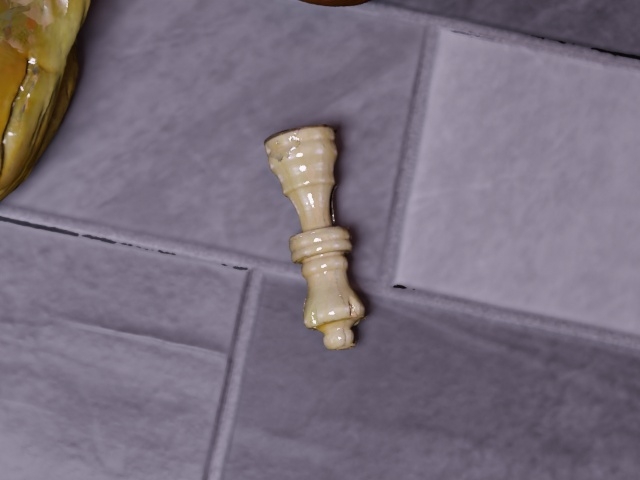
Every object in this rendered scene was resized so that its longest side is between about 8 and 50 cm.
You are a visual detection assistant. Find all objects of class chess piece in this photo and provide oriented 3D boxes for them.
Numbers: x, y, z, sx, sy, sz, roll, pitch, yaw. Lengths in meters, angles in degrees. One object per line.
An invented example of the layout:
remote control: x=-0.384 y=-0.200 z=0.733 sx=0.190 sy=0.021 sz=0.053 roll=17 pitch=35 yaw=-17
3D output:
chess piece: x=0.000 y=0.000 z=1.293 sx=0.060 sy=0.060 sz=0.172 roll=-10 pitch=79 yaw=-7

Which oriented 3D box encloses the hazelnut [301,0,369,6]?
hazelnut: x=0.030 y=-0.274 z=1.316 sx=0.178 sy=0.178 sz=0.204 roll=37 pitch=81 yaw=5

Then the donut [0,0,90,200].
donut: x=-0.335 y=-0.170 z=1.250 sx=0.360 sy=0.170 sz=0.360 roll=1 pitch=78 yaw=-4
